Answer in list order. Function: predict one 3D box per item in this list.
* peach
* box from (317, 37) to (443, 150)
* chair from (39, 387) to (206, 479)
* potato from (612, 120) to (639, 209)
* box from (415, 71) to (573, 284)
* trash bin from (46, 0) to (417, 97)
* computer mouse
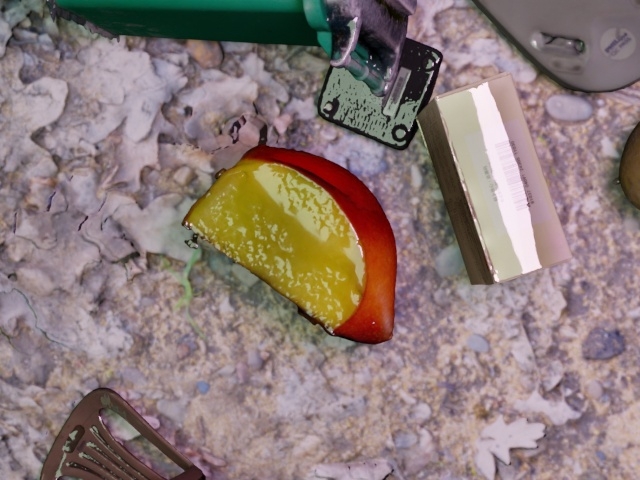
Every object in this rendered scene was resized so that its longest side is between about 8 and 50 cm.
[{"bbox_3d":[0.001,-0.006,1.661,0.267,0.159,0.154,35,110,11],"label":"peach"},{"bbox_3d":[0.067,-0.183,1.705,0.125,0.027,0.126,22,97,11],"label":"box"},{"bbox_3d":[-0.204,0.326,1.715,0.326,0.183,0.175,32,98,8],"label":"chair"},{"bbox_3d":[0.437,-0.087,1.564,0.251,0.159,0.174,-7,68,21],"label":"potato"},{"bbox_3d":[0.187,-0.063,1.605,0.095,0.168,0.212,-18,89,-2],"label":"box"},{"bbox_3d":[-0.092,-0.316,1.622,0.381,0.259,0.295,0,85,19],"label":"trash bin"},{"bbox_3d":[0.259,-0.311,1.619,0.331,0.095,0.197,48,120,6],"label":"computer mouse"}]
